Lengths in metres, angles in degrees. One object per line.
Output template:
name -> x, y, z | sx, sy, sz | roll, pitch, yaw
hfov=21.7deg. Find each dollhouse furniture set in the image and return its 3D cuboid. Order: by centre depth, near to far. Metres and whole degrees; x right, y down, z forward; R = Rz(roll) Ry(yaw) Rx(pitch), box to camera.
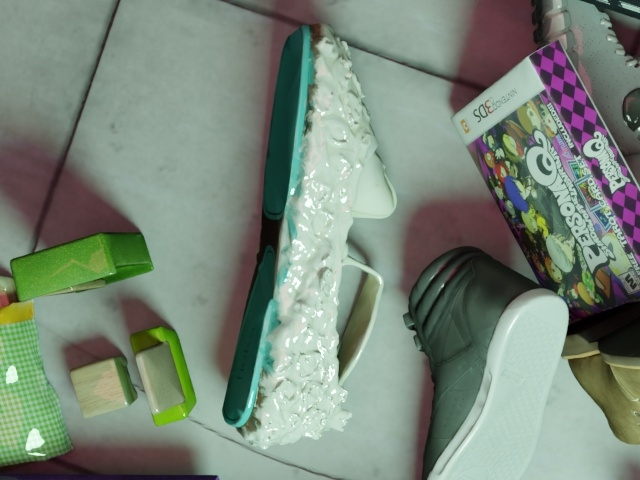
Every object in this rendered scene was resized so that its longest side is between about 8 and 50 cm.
dollhouse furniture set -> -0.300, 0.125, 1.630 | 0.302, 0.151, 0.197 | -17, 89, 11

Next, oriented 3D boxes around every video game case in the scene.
video game case -> 0.217, -0.045, 1.505 | 0.042, 0.210, 0.232 | -27, 87, -17

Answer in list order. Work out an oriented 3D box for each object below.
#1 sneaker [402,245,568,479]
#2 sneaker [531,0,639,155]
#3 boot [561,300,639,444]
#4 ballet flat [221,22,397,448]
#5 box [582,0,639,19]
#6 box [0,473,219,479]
sneaker -> 0.135, 0.136, 1.587 | 0.147, 0.105, 0.295 | 48, 133, 44
sneaker -> 0.270, -0.185, 1.560 | 0.132, 0.086, 0.228 | -4, 94, -1
boot -> 0.297, 0.116, 1.452 | 0.112, 0.305, 0.115 | -22, 89, -8
ballet flat -> 0.000, 0.000, 1.600 | 0.147, 0.147, 0.408 | 11, 97, 10
box -> 0.222, -0.387, 1.487 | 0.395, 0.097, 0.318 | 21, 88, 21
box -> -0.238, 0.333, 1.652 | 0.293, 0.057, 0.200 | -2, 106, 10
